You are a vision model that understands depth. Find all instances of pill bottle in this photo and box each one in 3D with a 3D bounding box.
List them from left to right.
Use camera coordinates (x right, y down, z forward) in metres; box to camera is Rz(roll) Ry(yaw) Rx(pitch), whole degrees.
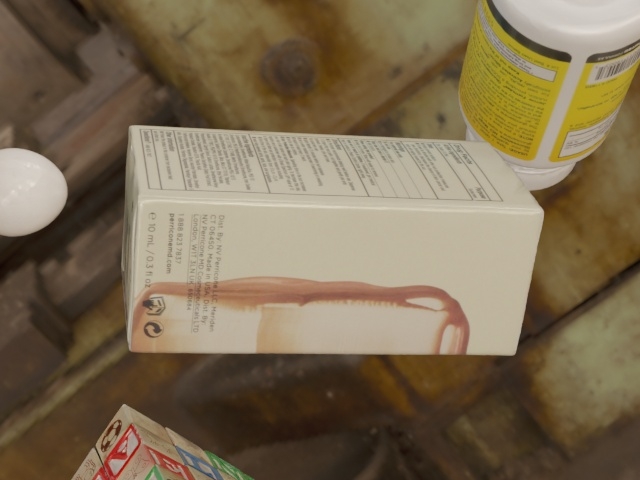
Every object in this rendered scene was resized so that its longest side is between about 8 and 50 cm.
[{"bbox_3d":[0.257,-0.201,1.454,0.188,0.334,0.188,2,61,-3],"label":"pill bottle"}]

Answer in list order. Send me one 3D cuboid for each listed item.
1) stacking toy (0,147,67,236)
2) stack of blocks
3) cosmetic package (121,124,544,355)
[{"bbox_3d":[-0.575,-0.068,1.695,0.480,0.351,0.350,-4,30,-5],"label":"stacking toy"},{"bbox_3d":[-0.050,0.266,1.063,0.087,0.297,0.171,-56,23,0],"label":"stack of blocks"},{"bbox_3d":[0.000,0.000,0.990,0.296,0.129,0.153,2,24,-11],"label":"cosmetic package"}]
